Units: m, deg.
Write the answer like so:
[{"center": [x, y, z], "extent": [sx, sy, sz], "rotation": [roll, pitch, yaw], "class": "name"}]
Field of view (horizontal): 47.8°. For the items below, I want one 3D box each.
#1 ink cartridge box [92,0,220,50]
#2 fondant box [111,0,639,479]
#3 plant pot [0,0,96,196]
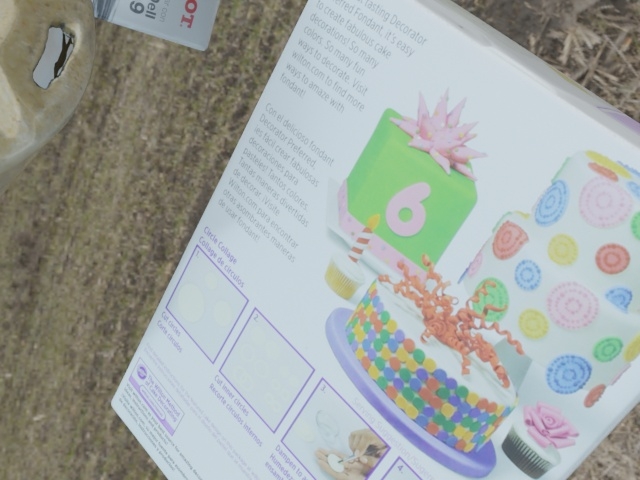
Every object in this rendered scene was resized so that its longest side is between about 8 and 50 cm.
[{"center": [-0.235, -0.355, 0.781], "extent": [0.121, 0.289, 0.211], "rotation": [-121, 47, -64], "class": "ink cartridge box"}, {"center": [0.035, 0.051, 0.406], "extent": [0.238, 0.096, 0.330], "rotation": [43, 119, 24], "class": "fondant box"}, {"center": [-0.316, -0.102, 0.453], "extent": [0.305, 0.333, 0.334], "rotation": [-21, 66, 40], "class": "plant pot"}]
